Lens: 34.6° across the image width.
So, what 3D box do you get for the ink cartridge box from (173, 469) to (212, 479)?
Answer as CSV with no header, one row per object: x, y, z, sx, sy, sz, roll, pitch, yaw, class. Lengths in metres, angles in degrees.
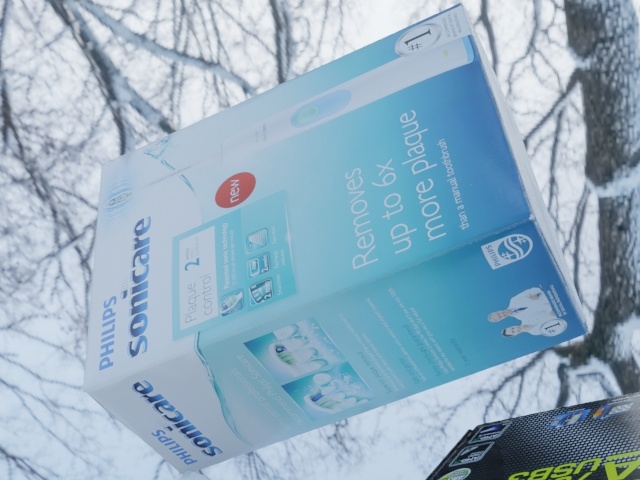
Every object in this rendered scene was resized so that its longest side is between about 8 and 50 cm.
-0.120,0.312,0.628,0.121,0.211,0.289,31,-121,-8,ink cartridge box

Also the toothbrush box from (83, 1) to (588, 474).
0.000,0.000,0.698,0.295,0.126,0.216,-22,-136,16,toothbrush box

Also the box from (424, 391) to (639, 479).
0.119,0.120,0.449,0.190,0.045,0.184,-19,-177,35,box
